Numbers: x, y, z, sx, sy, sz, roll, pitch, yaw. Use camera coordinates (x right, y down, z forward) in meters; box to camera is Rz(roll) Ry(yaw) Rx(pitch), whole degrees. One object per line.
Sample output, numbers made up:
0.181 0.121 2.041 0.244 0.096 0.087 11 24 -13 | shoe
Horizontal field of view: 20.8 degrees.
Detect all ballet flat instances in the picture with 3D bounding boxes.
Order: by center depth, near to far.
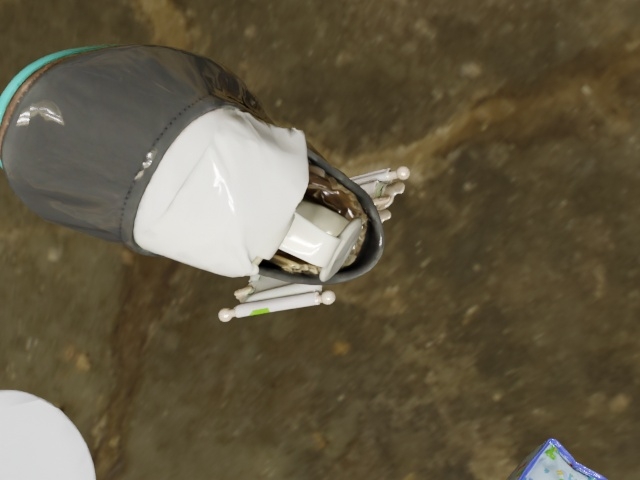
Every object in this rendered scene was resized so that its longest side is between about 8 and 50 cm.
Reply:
-0.039 -0.027 0.814 0.096 0.280 0.095 31 98 23 | ballet flat

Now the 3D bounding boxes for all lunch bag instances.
0.194 0.283 1.649 0.096 0.129 0.151 38 60 10 | lunch bag

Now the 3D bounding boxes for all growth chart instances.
0.000 0.000 1.946 0.021 0.172 0.237 60 41 -30 | growth chart

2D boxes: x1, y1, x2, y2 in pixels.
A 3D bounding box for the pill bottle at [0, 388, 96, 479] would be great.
-0.208 0.146 0.893 0.118 0.208 0.117 20 58 -34 | pill bottle
